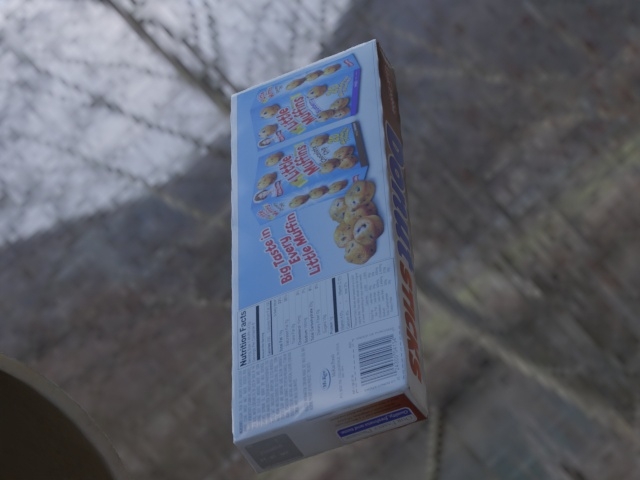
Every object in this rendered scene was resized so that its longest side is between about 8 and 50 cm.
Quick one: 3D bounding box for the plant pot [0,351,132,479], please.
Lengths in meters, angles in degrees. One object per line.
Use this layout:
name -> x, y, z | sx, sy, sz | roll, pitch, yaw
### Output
plant pot -> -0.235, 0.111, 0.673 | 0.256, 0.256, 0.274 | -40, 36, -21

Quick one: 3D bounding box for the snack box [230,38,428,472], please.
snack box -> 0.000, 0.000, 0.695 | 0.064, 0.022, 0.178 | -20, 42, 17
